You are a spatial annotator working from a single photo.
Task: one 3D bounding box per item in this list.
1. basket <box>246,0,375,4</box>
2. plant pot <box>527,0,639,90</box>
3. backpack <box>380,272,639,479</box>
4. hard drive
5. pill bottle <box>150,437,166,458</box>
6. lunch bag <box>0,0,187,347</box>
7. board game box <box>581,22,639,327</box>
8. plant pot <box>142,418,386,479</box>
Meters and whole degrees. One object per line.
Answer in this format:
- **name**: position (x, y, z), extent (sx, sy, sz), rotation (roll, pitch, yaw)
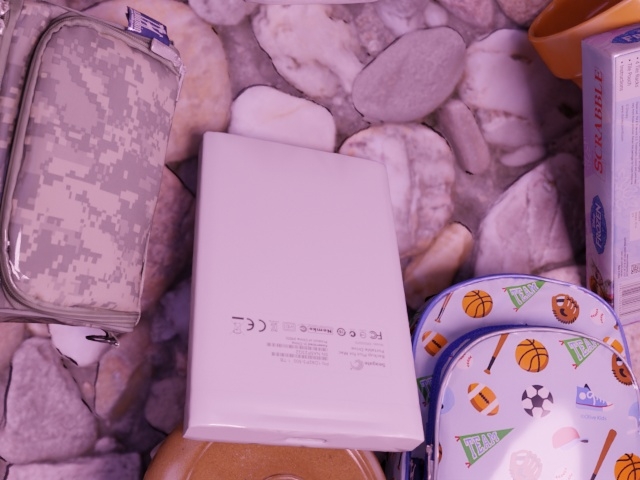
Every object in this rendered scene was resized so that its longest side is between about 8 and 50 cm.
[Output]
- **basket**: position (-0.004, -0.330, 0.779), extent (0.167, 0.103, 0.114), rotation (-4, 85, -11)
- **plant pot**: position (0.367, -0.209, 0.792), extent (0.205, 0.205, 0.188), rotation (-43, 106, -12)
- **backpack**: position (0.185, 0.165, 0.709), extent (0.276, 0.213, 0.264), rotation (3, 72, -6)
- **hard drive**: position (-0.019, 0.038, 0.681), extent (0.202, 0.040, 0.308), rotation (8, 53, -17)
- **pill bottle**: position (-0.055, 0.278, 0.679), extent (0.136, 0.136, 0.246), rotation (-31, 89, -12)
- **lunch bag**: position (-0.270, -0.068, 0.659), extent (0.255, 0.212, 0.305), rotation (11, 82, -25)
- **board game box**: position (0.431, -0.086, 0.735), extent (0.317, 0.066, 0.319), rotation (-15, 122, -2)
- **plant pot**: position (-0.034, 0.236, 0.601), extent (0.236, 0.032, 0.237), rotation (11, 61, -21)
